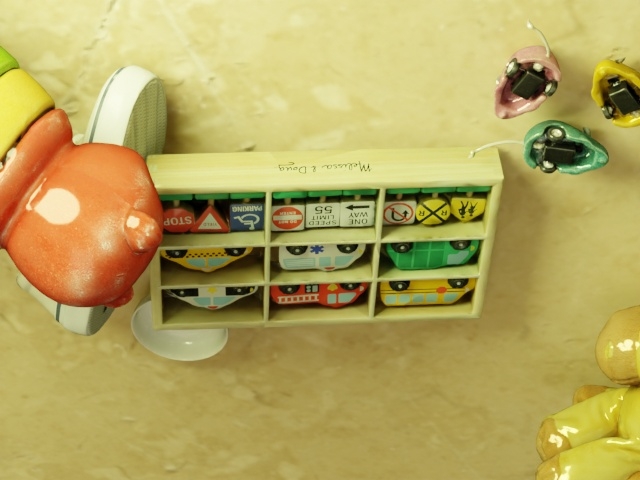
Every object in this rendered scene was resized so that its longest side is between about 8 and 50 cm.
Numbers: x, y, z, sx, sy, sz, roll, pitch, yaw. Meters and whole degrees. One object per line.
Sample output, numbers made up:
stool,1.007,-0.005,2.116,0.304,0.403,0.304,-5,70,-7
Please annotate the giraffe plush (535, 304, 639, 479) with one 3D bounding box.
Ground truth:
giraffe plush,0.277,0.125,1.408,0.210,0.181,0.171,1,122,10

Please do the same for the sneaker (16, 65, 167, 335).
sneaker,-0.187,-0.033,1.347,0.091,0.094,0.258,27,129,8

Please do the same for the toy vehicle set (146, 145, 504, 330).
toy vehicle set,0.000,0.000,1.361,0.266,0.035,0.166,-2,138,-3

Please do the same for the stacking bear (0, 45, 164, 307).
stacking bear,-0.237,-0.061,1.208,0.289,0.164,0.175,32,135,1

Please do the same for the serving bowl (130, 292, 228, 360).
serving bowl,-0.117,0.066,1.488,0.083,0.027,0.083,4,138,4

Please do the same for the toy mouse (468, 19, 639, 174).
toy mouse,0.167,-0.096,1.267,0.143,0.031,0.161,-26,128,31
